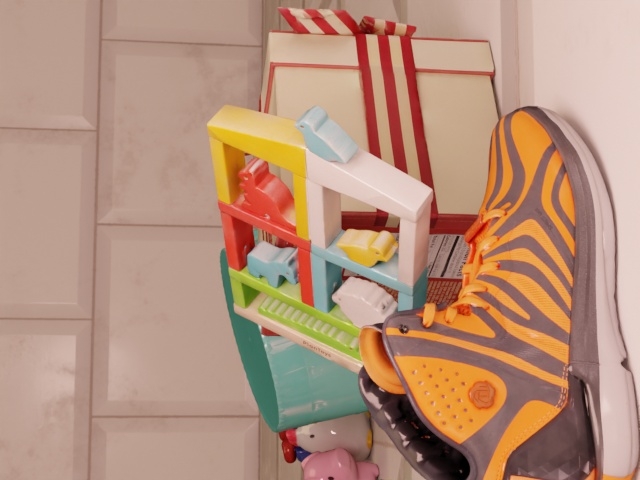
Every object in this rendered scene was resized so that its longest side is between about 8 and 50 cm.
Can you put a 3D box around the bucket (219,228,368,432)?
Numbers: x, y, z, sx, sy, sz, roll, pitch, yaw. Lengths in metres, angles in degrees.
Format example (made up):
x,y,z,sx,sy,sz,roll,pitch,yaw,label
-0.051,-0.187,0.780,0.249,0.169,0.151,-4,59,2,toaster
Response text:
x,y,z,sx,sy,sz,roll,pitch,yaw,label
-0.007,0.098,1.449,0.281,0.183,0.281,165,90,-77,bucket

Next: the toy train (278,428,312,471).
x,y,z,sx,sy,sz,roll,pitch,yaw,label
-0.016,0.370,2.053,0.248,0.105,0.143,-117,16,-73,toy train

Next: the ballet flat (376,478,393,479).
x,y,z,sx,sy,sz,roll,pitch,yaw,label
0.092,0.403,1.399,0.077,0.077,0.231,27,120,57,ballet flat

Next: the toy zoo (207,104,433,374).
x,y,z,sx,sy,sz,roll,pitch,yaw,label
0.000,0.000,0.965,0.030,0.192,0.293,-51,-27,-33,toy zoo

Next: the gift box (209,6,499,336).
x,y,z,sx,sy,sz,roll,pitch,yaw,label
0.033,-0.071,1.160,0.255,0.276,0.258,110,161,-52,gift box

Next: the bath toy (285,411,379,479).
x,y,z,sx,sy,sz,roll,pitch,yaw,label
0.024,0.360,1.634,0.348,0.129,0.151,-98,12,-52,bath toy

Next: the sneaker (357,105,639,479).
x,y,z,sx,sy,sz,roll,pitch,yaw,label
0.116,0.035,0.848,0.124,0.180,0.321,105,164,-58,sneaker
